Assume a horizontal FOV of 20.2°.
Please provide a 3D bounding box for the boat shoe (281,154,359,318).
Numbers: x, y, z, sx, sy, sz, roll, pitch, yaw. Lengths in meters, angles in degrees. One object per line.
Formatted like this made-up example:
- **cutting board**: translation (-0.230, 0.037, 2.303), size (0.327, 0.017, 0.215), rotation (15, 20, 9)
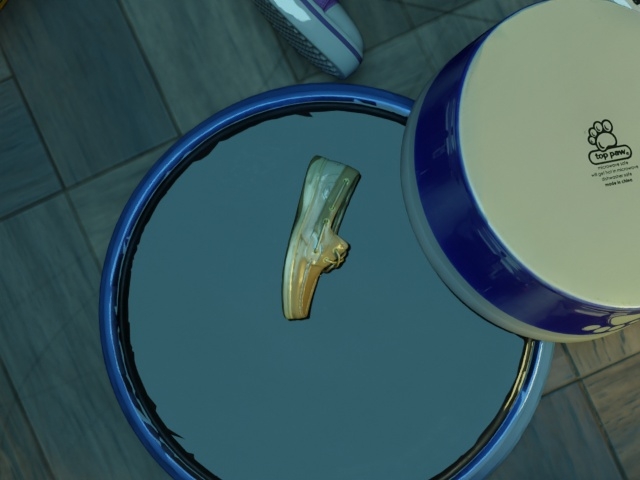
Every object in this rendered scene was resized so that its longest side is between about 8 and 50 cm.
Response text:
- **boat shoe**: translation (0.000, 0.000, 1.452), size (0.045, 0.050, 0.135), rotation (12, 87, 8)

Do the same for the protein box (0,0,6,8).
- **protein box**: translation (-0.344, -0.289, 1.517), size (0.201, 0.136, 0.199), rotation (36, 88, 4)

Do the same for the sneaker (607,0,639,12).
- **sneaker**: translation (0.316, -0.205, 1.522), size (0.217, 0.079, 0.121), rotation (36, 84, -3)

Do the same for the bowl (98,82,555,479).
- **bowl**: translation (0.006, 0.058, 1.512), size (0.391, 0.077, 0.391), rotation (0, 87, 2)

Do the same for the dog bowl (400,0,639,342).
- **dog bowl**: translation (0.204, -0.057, 1.444), size (0.265, 0.104, 0.264), rotation (7, 71, -21)

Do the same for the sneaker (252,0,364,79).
- **sneaker**: translation (-0.018, -0.283, 1.524), size (0.161, 0.102, 0.282), rotation (-37, 86, -3)
